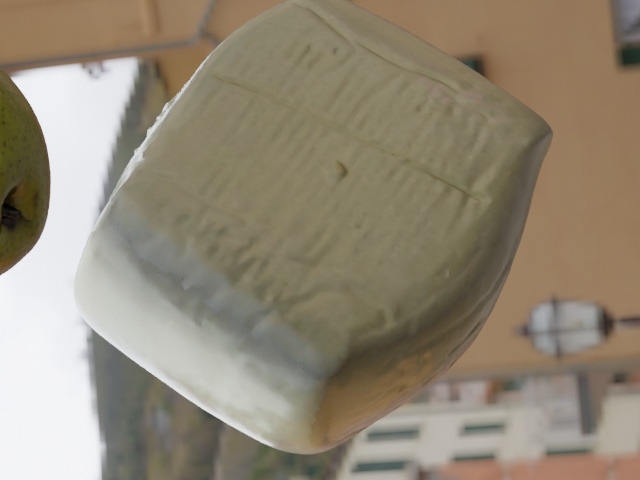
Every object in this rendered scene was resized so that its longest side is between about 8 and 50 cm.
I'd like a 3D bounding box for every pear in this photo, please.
[{"bbox_3d":[-0.275,-0.055,1.317,0.198,0.198,0.198,-5,-90,-75],"label":"pear"}]

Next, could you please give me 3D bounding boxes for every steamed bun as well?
[{"bbox_3d":[0.000,0.000,1.045,0.250,0.200,0.154,-51,-15,-32],"label":"steamed bun"}]
